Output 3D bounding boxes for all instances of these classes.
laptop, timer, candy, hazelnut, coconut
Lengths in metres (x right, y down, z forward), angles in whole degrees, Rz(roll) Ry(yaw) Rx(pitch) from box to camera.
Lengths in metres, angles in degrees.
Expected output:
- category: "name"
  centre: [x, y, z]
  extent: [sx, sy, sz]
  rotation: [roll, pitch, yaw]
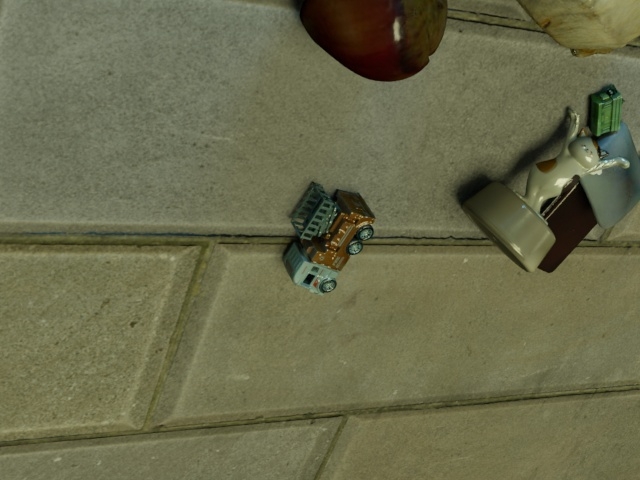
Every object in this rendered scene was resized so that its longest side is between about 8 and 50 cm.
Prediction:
- category: "laptop"
  centre: [0.475, -0.032, 2.078]
  extent: [0.154, 0.026, 0.207]
  rotation: [21, 116, -43]
- category: "timer"
  centre: [0.404, -0.094, 1.887]
  extent: [0.266, 0.175, 0.175]
  rotation: [-46, 136, 2]
- category: "candy"
  centre: [0.549, -0.120, 1.987]
  extent: [0.138, 0.071, 0.174]
  rotation: [-45, 129, -15]
- category: "hazelnut"
  centre: [0.069, -0.318, 1.476]
  extent: [0.208, 0.208, 0.208]
  rotation: [-17, 135, -18]
- category: "coconut"
  centre: [0.421, -0.433, 1.504]
  extent: [0.329, 0.329, 0.328]
  rotation: [-17, 135, -18]

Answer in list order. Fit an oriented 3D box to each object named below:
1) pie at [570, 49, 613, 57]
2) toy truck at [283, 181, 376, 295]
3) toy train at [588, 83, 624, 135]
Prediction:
- category: "pie"
  centre: [0.471, -0.381, 1.724]
  extent: [0.163, 0.079, 0.193]
  rotation: [18, 118, -49]
- category: "toy truck"
  centre: [0.000, 0.001, 1.778]
  extent: [0.115, 0.080, 0.177]
  rotation: [16, 117, -34]
- category: "toy train"
  centre: [0.513, -0.233, 1.911]
  extent: [0.056, 0.038, 0.093]
  rotation: [-18, 136, -7]
